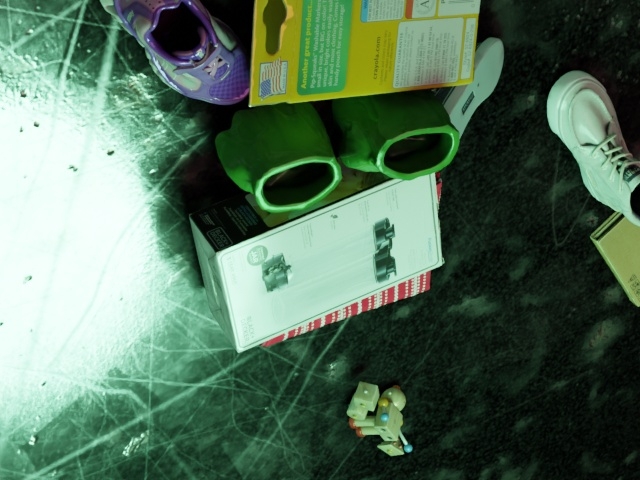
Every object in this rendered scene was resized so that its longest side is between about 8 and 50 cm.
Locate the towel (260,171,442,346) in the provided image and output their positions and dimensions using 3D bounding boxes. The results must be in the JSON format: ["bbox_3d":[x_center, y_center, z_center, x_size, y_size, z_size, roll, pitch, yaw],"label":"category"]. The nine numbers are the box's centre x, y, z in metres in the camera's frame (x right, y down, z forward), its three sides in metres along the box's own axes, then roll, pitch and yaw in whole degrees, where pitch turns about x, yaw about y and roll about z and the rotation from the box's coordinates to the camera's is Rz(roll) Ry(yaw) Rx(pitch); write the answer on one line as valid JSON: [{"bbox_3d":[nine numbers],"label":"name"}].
[{"bbox_3d":[0.039,0.026,2.081,0.275,0.031,0.199,-17,131,-27],"label":"towel"}]

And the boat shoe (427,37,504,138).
[{"bbox_3d":[0.158,-0.192,1.990,0.183,0.083,0.065,-55,145,-31],"label":"boat shoe"}]

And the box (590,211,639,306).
[{"bbox_3d":[0.505,-0.006,2.422,0.164,0.021,0.201,-44,137,-2],"label":"box"}]

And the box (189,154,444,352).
[{"bbox_3d":[0.000,0.000,1.936,0.290,0.087,0.169,-23,132,-14],"label":"box"}]

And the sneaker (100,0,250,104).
[{"bbox_3d":[-0.140,-0.210,1.713,0.095,0.104,0.236,-47,138,-1],"label":"sneaker"}]

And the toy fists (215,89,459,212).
[{"bbox_3d":[0.018,-0.117,1.861,0.279,0.142,0.096,-15,135,-15],"label":"toy fists"}]

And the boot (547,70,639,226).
[{"bbox_3d":[0.401,-0.121,2.179,0.095,0.123,0.258,-43,137,-3],"label":"boot"}]

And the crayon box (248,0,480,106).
[{"bbox_3d":[0.035,-0.268,1.777,0.323,0.083,0.203,-10,113,-37],"label":"crayon box"}]

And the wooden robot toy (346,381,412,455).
[{"bbox_3d":[0.086,0.236,2.269,0.173,0.076,0.079,56,46,-46],"label":"wooden robot toy"}]
